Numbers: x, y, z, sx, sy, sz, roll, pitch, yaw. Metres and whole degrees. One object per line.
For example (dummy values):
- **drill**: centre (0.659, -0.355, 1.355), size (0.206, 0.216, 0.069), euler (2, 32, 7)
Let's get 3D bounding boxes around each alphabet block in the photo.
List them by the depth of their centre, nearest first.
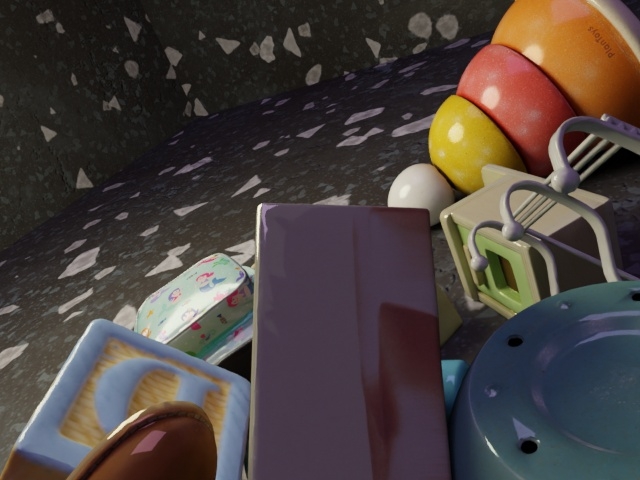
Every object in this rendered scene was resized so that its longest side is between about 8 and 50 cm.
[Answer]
- **alphabet block**: centre (-0.201, 0.233, 0.556), size (0.197, 0.193, 0.192), euler (-57, 13, 21)

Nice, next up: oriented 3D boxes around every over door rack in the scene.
- **over door rack**: centre (0.309, 0.025, 0.466), size (0.324, 0.239, 0.108), euler (15, 73, 4)

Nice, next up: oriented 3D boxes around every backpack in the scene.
- **backpack**: centre (-0.152, 0.136, 0.807), size (0.225, 0.191, 0.253), euler (-37, 19, -7)

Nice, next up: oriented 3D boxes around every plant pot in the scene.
- **plant pot**: centre (0.214, 0.171, 0.357), size (0.293, 0.235, 0.293), euler (-19, 26, 10)
- **plant pot**: centre (0.111, 0.096, 0.756), size (0.109, 0.096, 0.109), euler (-38, 29, -30)

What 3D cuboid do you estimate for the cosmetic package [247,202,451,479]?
- **cosmetic package**: centre (0.014, 0.136, 0.402), size (0.129, 0.296, 0.153), euler (2, -19, -5)

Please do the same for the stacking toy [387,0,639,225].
- **stacking toy**: centre (0.313, -0.200, 0.997), size (0.480, 0.350, 0.350), euler (-38, 24, 6)

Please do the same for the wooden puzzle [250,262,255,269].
- **wooden puzzle**: centre (0.000, 0.000, 1.101), size (0.239, 0.044, 0.221), euler (-3, 31, 36)

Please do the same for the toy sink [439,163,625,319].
- **toy sink**: centre (0.258, 0.009, 0.737), size (0.131, 0.152, 0.234), euler (-29, 26, -9)

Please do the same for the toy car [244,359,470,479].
- **toy car**: centre (0.021, 0.132, 0.582), size (0.219, 0.238, 0.210), euler (-8, 23, 29)

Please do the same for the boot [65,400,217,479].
- **boot**: centre (-0.091, 0.243, 0.268), size (0.220, 0.109, 0.283), euler (11, 67, 51)
